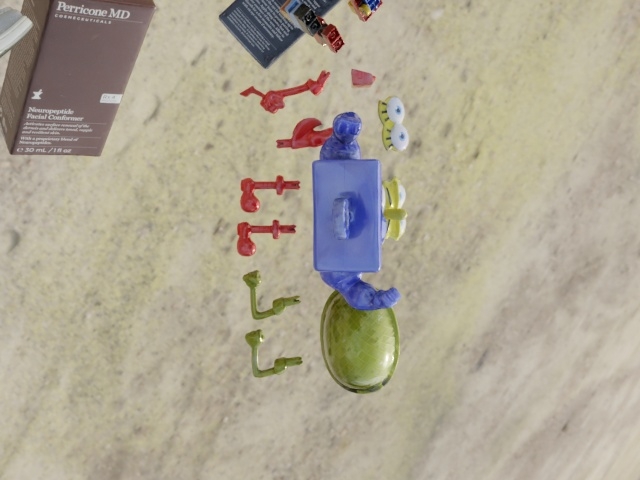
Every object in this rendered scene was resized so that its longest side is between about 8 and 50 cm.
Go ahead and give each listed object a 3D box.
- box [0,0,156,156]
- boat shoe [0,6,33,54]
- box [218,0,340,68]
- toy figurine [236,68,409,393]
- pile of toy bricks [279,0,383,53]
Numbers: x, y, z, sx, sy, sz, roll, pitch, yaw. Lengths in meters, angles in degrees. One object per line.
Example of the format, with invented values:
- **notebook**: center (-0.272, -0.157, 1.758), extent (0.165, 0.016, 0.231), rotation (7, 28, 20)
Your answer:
- **box**: center (-0.467, -0.335, 1.584), extent (0.191, 0.143, 0.381), rotation (-3, 140, -36)
- **boat shoe**: center (-0.519, -0.231, 1.067), extent (0.320, 0.118, 0.103), rotation (-35, 107, -25)
- **box**: center (-0.047, -0.373, 1.304), extent (0.207, 0.108, 0.153), rotation (-43, -167, 5)
- **toy figurine**: center (0.000, 0.000, 0.850), extent (0.217, 0.191, 0.362), rotation (-81, 172, -85)
- **pile of toy bricks**: center (-0.019, -0.302, 0.882), extent (0.118, 0.105, 0.212), rotation (-48, 147, -6)
